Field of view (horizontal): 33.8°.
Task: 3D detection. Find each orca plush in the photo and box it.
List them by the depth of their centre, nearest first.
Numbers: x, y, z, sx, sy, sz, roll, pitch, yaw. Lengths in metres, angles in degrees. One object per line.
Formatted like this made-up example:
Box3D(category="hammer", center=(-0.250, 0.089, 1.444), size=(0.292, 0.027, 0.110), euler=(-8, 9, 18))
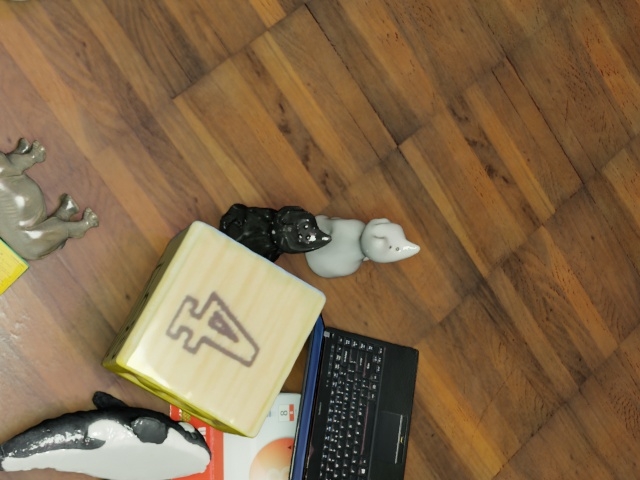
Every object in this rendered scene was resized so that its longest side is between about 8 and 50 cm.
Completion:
Box3D(category="orca plush", center=(-0.285, 0.246, 1.331), size=(0.287, 0.102, 0.151), euler=(-6, 135, -16))

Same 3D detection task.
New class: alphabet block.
Box3D(category="alphabet block", center=(-0.137, 0.115, 1.319), size=(0.193, 0.192, 0.197), euler=(30, 76, -10))

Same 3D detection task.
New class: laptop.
Box3D(category="laptop", center=(0.052, 0.231, 1.422), size=(0.264, 0.136, 0.234), euler=(17, 73, -29))

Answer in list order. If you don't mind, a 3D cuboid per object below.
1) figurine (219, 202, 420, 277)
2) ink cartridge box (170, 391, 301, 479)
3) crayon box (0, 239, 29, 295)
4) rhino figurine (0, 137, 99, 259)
Box3D(category="figurine", center=(0.000, 0.000, 1.390), size=(0.214, 0.209, 0.093), euler=(6, 85, -26))
Box3D(category="ink cartridge box", center=(-0.111, 0.280, 1.418), size=(0.179, 0.045, 0.146), euler=(1, 87, -28))
Box3D(category="crayon box", center=(-0.501, -0.003, 1.219), size=(0.278, 0.081, 0.165), euler=(46, 70, -17))
Box3D(category="rhino figurine", center=(-0.387, -0.082, 1.283), size=(0.106, 0.073, 0.243), euler=(-43, 104, -24))
